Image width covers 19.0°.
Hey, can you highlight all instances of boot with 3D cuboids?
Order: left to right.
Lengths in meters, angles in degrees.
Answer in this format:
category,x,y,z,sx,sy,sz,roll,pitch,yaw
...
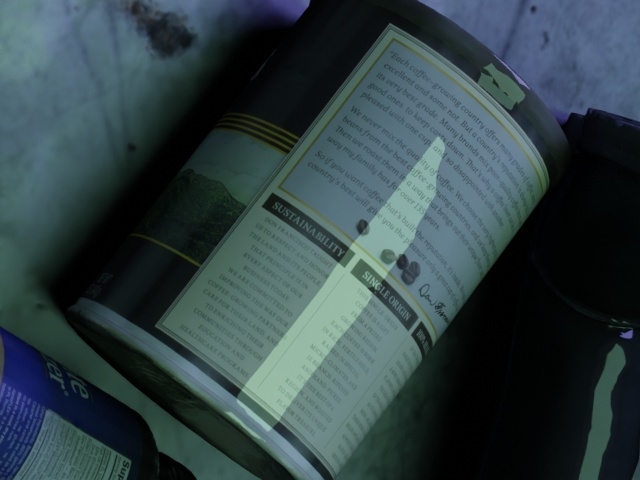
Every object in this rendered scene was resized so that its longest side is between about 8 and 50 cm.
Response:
category,x,y,z,sx,sy,sz,roll,pitch,yaw
boot,0.177,0.142,1.321,0.146,0.367,0.445,19,94,2

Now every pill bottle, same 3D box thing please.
category,x,y,z,sx,sy,sz,roll,pitch,yaw
pill bottle,-0.178,0.136,1.173,0.219,0.123,0.123,38,80,-39

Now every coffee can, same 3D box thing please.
category,x,y,z,sx,sy,sz,roll,pitch,yaw
coffee can,0.000,0.000,1.216,0.275,0.201,0.201,-53,127,-13
